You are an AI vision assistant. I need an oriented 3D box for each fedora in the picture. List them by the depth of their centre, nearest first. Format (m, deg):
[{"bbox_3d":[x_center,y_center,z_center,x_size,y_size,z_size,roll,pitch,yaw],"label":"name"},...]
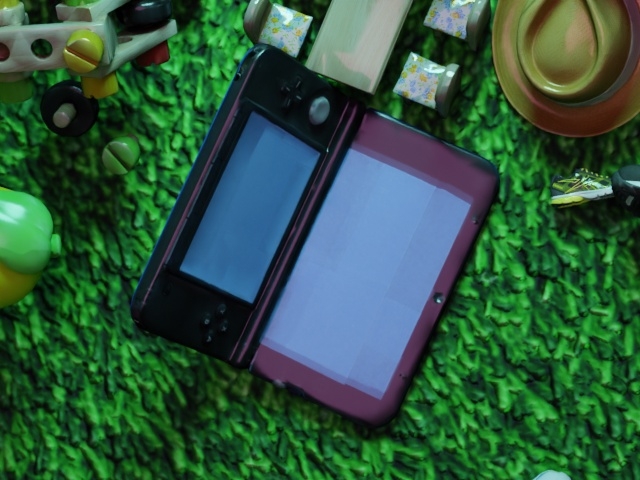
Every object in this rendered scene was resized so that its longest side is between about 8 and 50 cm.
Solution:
[{"bbox_3d":[0.242,-0.195,1.549,0.194,0.079,0.194,2,96,23],"label":"fedora"}]

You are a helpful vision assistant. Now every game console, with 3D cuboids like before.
[{"bbox_3d":[0.000,0.000,1.540,0.173,0.250,0.293,22,86,35],"label":"game console"}]

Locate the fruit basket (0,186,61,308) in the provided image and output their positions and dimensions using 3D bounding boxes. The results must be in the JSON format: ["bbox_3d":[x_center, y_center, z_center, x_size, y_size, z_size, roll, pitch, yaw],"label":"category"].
[{"bbox_3d":[-0.449,0.022,1.499,0.392,0.283,0.392,12,119,23],"label":"fruit basket"}]

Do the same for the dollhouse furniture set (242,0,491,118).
[{"bbox_3d":[0.062,-0.268,1.560,0.212,0.161,0.242,22,87,9],"label":"dollhouse furniture set"}]

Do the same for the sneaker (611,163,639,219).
[{"bbox_3d":[0.411,-0.068,1.537,0.271,0.100,0.108,-5,72,1],"label":"sneaker"}]

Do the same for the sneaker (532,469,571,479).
[{"bbox_3d":[0.123,0.281,1.528,0.126,0.091,0.240,44,91,10],"label":"sneaker"}]

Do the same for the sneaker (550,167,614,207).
[{"bbox_3d":[0.263,-0.056,1.577,0.083,0.031,0.035,-12,82,6],"label":"sneaker"}]

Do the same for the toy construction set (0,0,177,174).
[{"bbox_3d":[-0.264,-0.217,1.487,0.257,0.237,0.309,22,113,-1],"label":"toy construction set"}]
